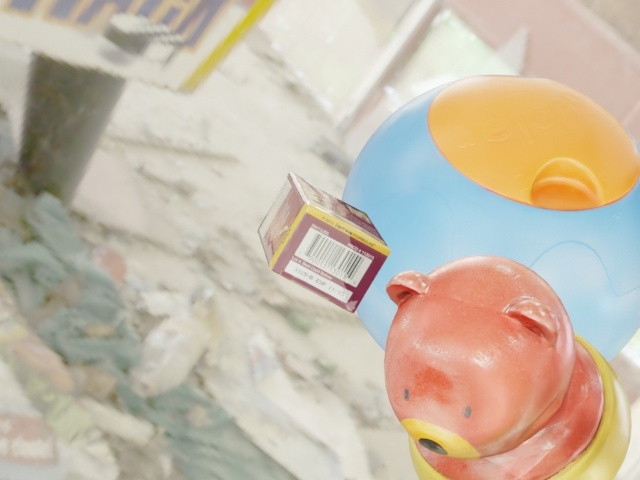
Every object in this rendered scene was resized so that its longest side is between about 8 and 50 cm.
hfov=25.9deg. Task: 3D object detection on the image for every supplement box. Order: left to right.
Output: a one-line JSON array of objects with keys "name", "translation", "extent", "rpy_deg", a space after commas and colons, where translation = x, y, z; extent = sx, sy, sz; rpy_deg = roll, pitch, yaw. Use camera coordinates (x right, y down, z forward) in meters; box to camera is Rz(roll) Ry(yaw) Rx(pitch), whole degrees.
[{"name": "supplement box", "translation": [0.000, 0.000, 0.771], "extent": [0.055, 0.043, 0.083], "rpy_deg": [28, 10, -13]}]

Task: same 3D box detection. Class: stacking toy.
[{"name": "stacking toy", "translation": [0.151, 0.132, 0.624], "extent": [0.130, 0.309, 0.279], "rpy_deg": [63, 38, -47]}]

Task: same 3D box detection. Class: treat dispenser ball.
[{"name": "treat dispenser ball", "translation": [0.158, -0.003, 1.227], "extent": [0.288, 0.288, 0.288], "rpy_deg": [32, 20, -13]}]
